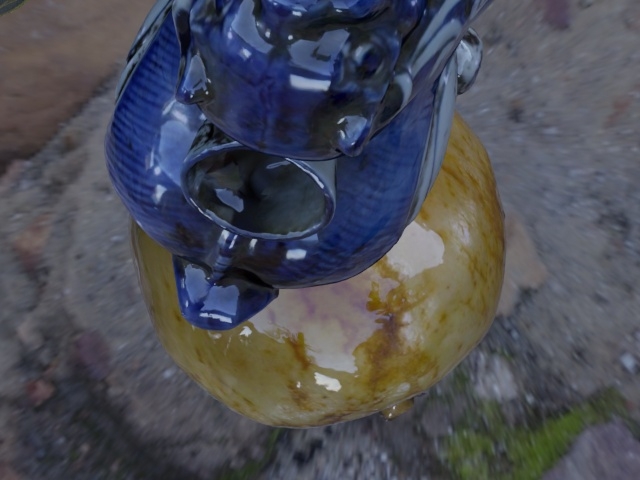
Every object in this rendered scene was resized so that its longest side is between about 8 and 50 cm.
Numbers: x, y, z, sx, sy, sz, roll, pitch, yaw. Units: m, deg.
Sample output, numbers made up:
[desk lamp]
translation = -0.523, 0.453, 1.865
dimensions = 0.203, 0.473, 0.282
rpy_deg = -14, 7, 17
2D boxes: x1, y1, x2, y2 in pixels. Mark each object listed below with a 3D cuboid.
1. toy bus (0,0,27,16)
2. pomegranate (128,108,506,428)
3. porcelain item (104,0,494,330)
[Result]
[toy bus]
translation = -0.265, -0.216, 1.054
dimensions = 0.249, 0.440, 0.209
rpy_deg = -34, 95, 24
[pomegranate]
translation = 0.000, 0.000, 1.095
dimensions = 0.248, 0.248, 0.248
rpy_deg = 0, 93, 2
[porcelain item]
translation = -0.002, -0.067, 0.686
dimensions = 0.138, 0.288, 0.186
rpy_deg = 22, 55, -4
